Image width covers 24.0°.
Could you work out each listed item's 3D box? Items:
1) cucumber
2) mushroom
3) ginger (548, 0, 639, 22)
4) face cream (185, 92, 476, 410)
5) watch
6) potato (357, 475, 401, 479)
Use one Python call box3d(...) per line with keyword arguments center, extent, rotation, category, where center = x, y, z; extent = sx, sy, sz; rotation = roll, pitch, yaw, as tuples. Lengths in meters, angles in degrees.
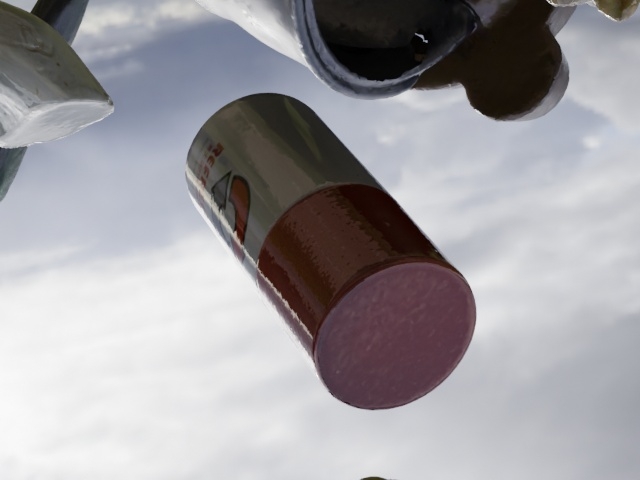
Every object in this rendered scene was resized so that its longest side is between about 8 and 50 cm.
box3d(center=(-0.291, -0.154, 1.490), extent=(0.056, 0.284, 0.056), rotation=(25, -171, -4), category="cucumber")
box3d(center=(-0.253, -0.149, 1.076), extent=(0.093, 0.225, 0.116), rotation=(-47, -179, -20), category="mushroom")
box3d(center=(0.228, -0.222, 0.816), extent=(0.333, 0.166, 0.080), rotation=(-31, 162, -21), category="ginger")
box3d(center=(0.000, 0.000, 0.855), extent=(0.096, 0.096, 0.214), rotation=(-14, -147, -17), category="face cream")
box3d(center=(0.056, -0.281, 1.110), extent=(0.314, 0.335, 0.327), rotation=(36, -172, 31), category="watch")
box3d(center=(0.090, 0.363, 1.579), extent=(0.195, 0.369, 0.176), rotation=(-45, -125, -10), category="potato")
